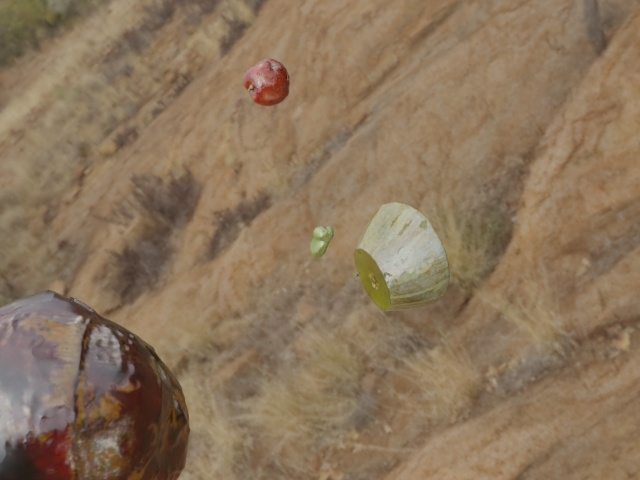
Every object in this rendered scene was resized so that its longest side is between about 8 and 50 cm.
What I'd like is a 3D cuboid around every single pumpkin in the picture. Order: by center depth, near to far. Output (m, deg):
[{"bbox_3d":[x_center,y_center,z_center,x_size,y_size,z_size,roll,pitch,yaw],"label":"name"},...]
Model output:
[{"bbox_3d":[0.133,0.047,1.676,0.110,0.217,0.217,-30,24,-31],"label":"pumpkin"}]

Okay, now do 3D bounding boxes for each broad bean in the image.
[{"bbox_3d":[0.000,0.000,2.008,0.083,0.045,0.063,-65,33,33],"label":"broad bean"}]

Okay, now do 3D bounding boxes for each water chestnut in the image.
[{"bbox_3d":[-0.276,0.187,0.896,0.289,0.289,0.244,12,63,52],"label":"water chestnut"}]

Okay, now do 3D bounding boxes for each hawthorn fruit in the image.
[{"bbox_3d":[-0.102,-0.290,1.623,0.093,0.093,0.093,-28,35,22],"label":"hawthorn fruit"}]
